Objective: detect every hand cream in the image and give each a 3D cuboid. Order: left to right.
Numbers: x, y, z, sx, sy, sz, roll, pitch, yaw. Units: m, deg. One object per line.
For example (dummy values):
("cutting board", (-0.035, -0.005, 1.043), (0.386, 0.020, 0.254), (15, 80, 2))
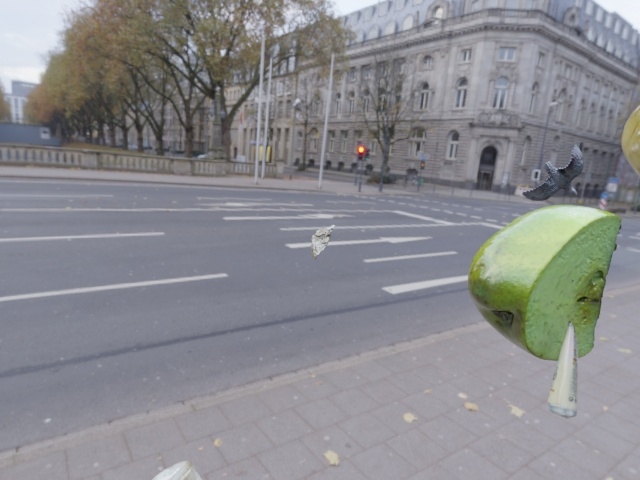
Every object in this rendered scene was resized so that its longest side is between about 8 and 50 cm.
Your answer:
("hand cream", (0.377, 0.197, 0.619), (0.039, 0.143, 0.061), (3, -19, 41))

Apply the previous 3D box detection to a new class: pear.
("pear", (0.372, 0.077, 0.721), (0.292, 0.292, 0.159), (-2, 16, -30))

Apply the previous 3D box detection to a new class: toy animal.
("toy animal", (0.297, -0.074, 0.497), (0.050, 0.084, 0.028), (28, 43, -5))

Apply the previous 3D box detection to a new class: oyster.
("oyster", (0.000, 0.000, 0.970), (0.038, 0.081, 0.083), (39, 24, -10))

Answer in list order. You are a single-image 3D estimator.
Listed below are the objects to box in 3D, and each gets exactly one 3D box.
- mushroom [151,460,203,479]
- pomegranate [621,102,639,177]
("mushroom", (-0.246, 0.678, 0.810), (0.315, 0.356, 0.315), (-8, 36, 6))
("pomegranate", (0.913, -0.242, 0.947), (0.332, 0.333, 0.332), (5, 12, -1))
